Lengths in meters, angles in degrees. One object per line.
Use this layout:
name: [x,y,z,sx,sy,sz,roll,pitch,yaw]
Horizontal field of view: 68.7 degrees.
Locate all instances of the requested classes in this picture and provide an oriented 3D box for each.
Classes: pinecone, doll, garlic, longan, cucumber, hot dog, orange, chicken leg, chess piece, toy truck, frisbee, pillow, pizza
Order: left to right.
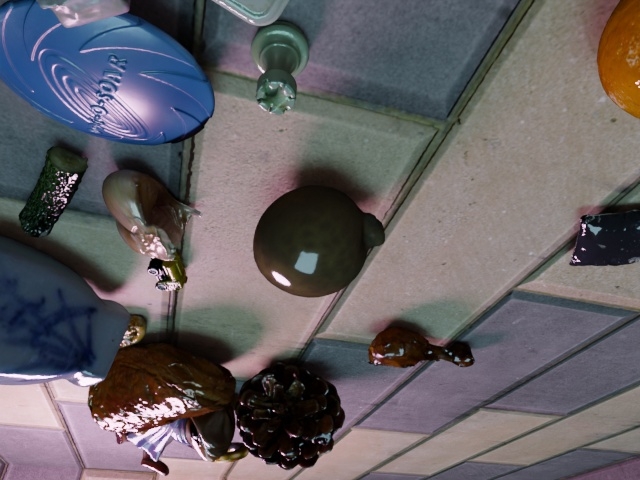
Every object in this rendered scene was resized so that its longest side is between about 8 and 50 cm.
cucumber: [-0.401,-0.068,0.703,0.058,0.058,0.187,26,136,-30]
frisbee: [-0.244,-0.167,0.533,0.242,0.045,0.242,4,160,1]
pizza: [-0.478,0.212,1.071,0.134,0.046,0.175,24,136,-28]
garlic: [-0.265,-0.040,0.720,0.124,0.099,0.174,12,141,17]
hot dog: [-0.394,0.366,1.175,0.388,0.174,0.267,-22,141,24]
toy truck: [-0.281,0.057,0.870,0.054,0.049,0.083,-1,141,0]
doll: [-0.406,0.576,1.402,0.340,0.209,0.318,-20,146,20]
chess piece: [-0.046,-0.185,0.512,0.067,0.103,0.067,0,143,0]
pinecone: [-0.088,0.470,1.244,0.299,0.242,0.295,-1,145,11]
longan: [0.000,0.000,0.709,0.205,0.159,0.184,-8,143,-12]
chicken leg: [0.245,0.261,1.114,0.305,0.093,0.113,13,158,-29]
pillow: [0.535,-0.007,0.784,0.209,0.055,0.141,-9,133,10]
orange: [0.363,-0.198,0.449,0.178,0.155,0.177,-35,147,-27]

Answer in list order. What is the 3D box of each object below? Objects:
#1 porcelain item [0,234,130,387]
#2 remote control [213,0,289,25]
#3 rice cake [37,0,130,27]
porcelain item: [-0.556,0.123,0.811,0.179,0.242,0.405,-2,153,40]
remote control: [-0.010,-0.331,0.355,0.128,0.065,0.335,25,136,-26]
rice cake: [-0.206,-0.332,0.293,0.073,0.056,0.364,-8,125,-4]
